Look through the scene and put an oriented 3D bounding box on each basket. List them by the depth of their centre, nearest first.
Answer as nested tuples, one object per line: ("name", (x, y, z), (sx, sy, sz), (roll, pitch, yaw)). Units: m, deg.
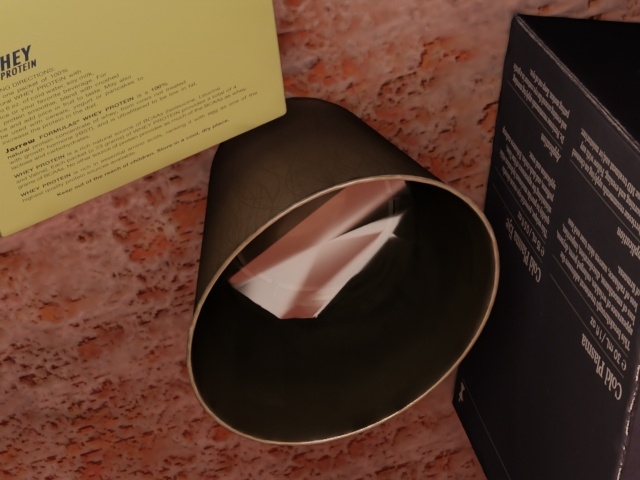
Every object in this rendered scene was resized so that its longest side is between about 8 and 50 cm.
("basket", (0.000, 0.000, 1.106), (0.204, 0.227, 0.154), (-37, 113, 9))

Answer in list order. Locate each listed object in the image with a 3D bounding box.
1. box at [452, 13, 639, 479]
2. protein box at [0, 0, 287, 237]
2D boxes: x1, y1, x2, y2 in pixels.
("box", (0.225, 0.051, 1.099), (0.179, 0.343, 0.312), (3, 113, -10))
("protein box", (-0.144, -0.144, 1.008), (0.200, 0.136, 0.201), (-25, 147, -12))
